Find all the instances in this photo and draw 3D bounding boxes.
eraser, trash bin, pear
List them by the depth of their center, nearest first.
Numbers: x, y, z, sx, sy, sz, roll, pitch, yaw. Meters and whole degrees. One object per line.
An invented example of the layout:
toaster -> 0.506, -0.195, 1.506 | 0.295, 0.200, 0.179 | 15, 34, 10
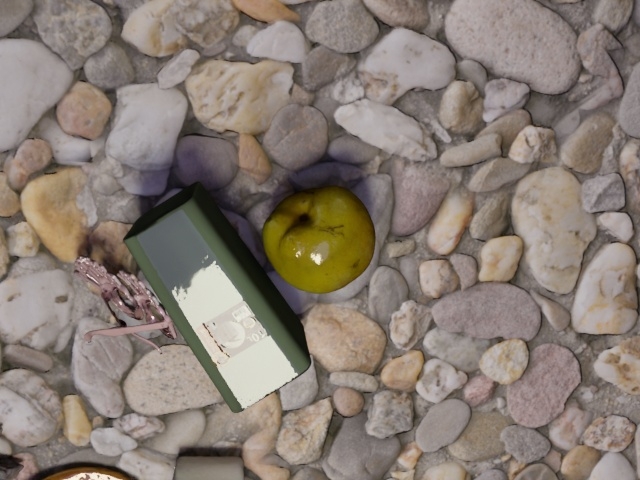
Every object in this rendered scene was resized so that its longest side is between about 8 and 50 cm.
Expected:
trash bin -> -0.179, 0.089, 1.194 | 0.158, 0.223, 0.343 | -33, 106, 3
pear -> 0.000, 0.000, 1.207 | 0.200, 0.200, 0.200 | -2, 106, -7
eraser -> -0.223, 0.622, 1.348 | 0.149, 0.331, 0.331 | 4, 105, -10

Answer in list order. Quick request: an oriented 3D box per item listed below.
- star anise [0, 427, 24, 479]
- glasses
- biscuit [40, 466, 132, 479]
star anise -> -0.667, 0.450, 1.309 | 0.230, 0.081, 0.262 | -45, 104, -5
glasses -> -0.351, 0.108, 1.185 | 0.095, 0.255, 0.162 | -44, 131, -36
biscuit -> -0.482, 0.546, 1.350 | 0.309, 0.040, 0.205 | -20, 92, -14
